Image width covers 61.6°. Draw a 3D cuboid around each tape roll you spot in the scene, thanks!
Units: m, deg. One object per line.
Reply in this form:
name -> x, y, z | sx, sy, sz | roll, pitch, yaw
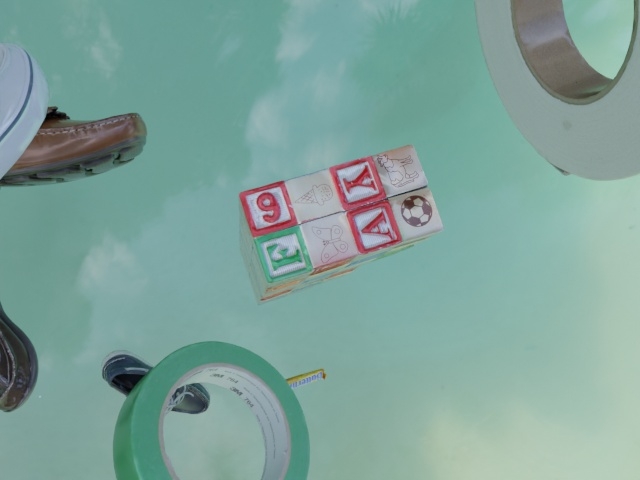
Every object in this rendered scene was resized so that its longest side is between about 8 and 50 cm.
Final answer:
tape roll -> 0.288, -0.253, 0.572 | 0.072, 0.392, 0.391 | -20, 85, -6
tape roll -> -0.167, 0.328, 0.882 | 0.321, 0.077, 0.321 | 27, 42, -27

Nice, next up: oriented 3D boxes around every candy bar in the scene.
candy bar -> -0.061, 0.360, 1.367 | 0.162, 0.018, 0.040 | -15, 125, -7

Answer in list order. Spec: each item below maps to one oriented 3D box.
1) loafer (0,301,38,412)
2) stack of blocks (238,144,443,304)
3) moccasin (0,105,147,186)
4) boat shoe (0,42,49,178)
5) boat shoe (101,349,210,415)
loafer -> -0.705, 0.194, 1.078 | 0.134, 0.130, 0.366 | -47, 68, 5
stack of blocks -> 0.000, 0.000, 0.620 | 0.171, 0.297, 0.087 | -17, 83, -12
moccasin -> -0.411, -0.140, 0.680 | 0.381, 0.139, 0.146 | -1, 97, 10
boat shoe -> -0.272, -0.082, 0.377 | 0.095, 0.084, 0.258 | -6, 49, 3
boat shoe -> -0.323, 0.303, 1.090 | 0.095, 0.079, 0.254 | -47, 124, -1
